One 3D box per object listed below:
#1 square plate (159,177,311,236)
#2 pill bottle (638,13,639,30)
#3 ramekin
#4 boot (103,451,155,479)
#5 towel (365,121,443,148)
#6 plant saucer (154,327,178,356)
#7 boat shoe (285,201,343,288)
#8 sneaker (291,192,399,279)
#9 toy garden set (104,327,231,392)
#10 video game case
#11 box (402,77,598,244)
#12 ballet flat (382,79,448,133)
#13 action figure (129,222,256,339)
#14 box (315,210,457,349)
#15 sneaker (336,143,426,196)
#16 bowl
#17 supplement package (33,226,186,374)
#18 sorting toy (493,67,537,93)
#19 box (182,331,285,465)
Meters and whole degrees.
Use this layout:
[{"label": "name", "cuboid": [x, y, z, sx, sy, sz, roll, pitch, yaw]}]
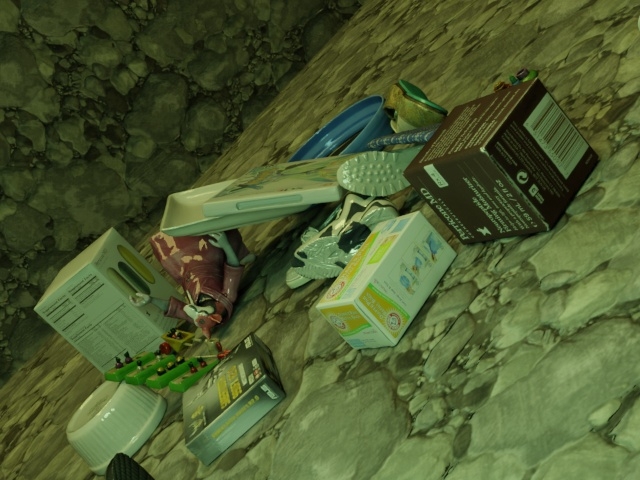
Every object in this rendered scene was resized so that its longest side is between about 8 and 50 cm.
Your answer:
[{"label": "square plate", "cuboid": [-0.185, -0.086, 2.157, 0.347, 0.049, 0.344, -12, 16, -3]}, {"label": "pill bottle", "cuboid": [0.587, -0.398, 1.616, 0.065, 0.065, 0.116, -28, 21, 41]}, {"label": "ramekin", "cuboid": [-0.430, 0.372, 1.951, 0.207, 0.109, 0.207, -38, 17, 14]}, {"label": "boot", "cuboid": [-0.368, 0.493, 1.508, 0.223, 0.118, 0.338, -46, 12, 5]}, {"label": "towel", "cuboid": [0.254, -0.203, 1.757, 0.243, 0.040, 0.336, -14, 7, -18]}, {"label": "plant saucer", "cuboid": [-0.435, 0.280, 2.323, 0.200, 0.037, 0.200, -38, 17, 14]}, {"label": "boat shoe", "cuboid": [0.001, 0.000, 1.939, 0.227, 0.081, 0.079, -44, 16, -6]}, {"label": "sneaker", "cuboid": [0.051, -0.020, 1.856, 0.235, 0.094, 0.153, -37, 16, 18]}, {"label": "toy garden set", "cuboid": [-0.293, 0.234, 1.918, 0.244, 0.049, 0.204, 0, 18, 40]}, {"label": "video game case", "cuboid": [-0.061, -0.126, 2.043, 0.300, 0.036, 0.329, -6, 15, 18]}, {"label": "box", "cuboid": [0.274, -0.115, 1.441, 0.167, 0.168, 0.203, -51, 18, -25]}, {"label": "ballet flat", "cuboid": [0.211, -0.286, 2.155, 0.123, 0.123, 0.348, -40, 17, 8]}, {"label": "action figure", "cuboid": [-0.276, 0.106, 2.166, 0.248, 0.276, 0.370, -27, 43, 7]}, {"label": "box", "cuboid": [0.105, 0.065, 1.494, 0.114, 0.103, 0.203, -17, 30, 55]}, {"label": "sneaker", "cuboid": [0.142, -0.139, 1.857, 0.235, 0.090, 0.095, -10, 6, -12]}, {"label": "bowl", "cuboid": [0.034, -0.220, 2.430, 0.391, 0.077, 0.391, -38, 17, 14]}, {"label": "supplement package", "cuboid": [-0.496, 0.153, 2.246, 0.198, 0.263, 0.199, -37, 18, 20]}, {"label": "sorting toy", "cuboid": [0.393, -0.325, 1.919, 0.102, 0.042, 0.061, -41, 16, 5]}, {"label": "box", "cuboid": [-0.159, 0.273, 1.665, 0.183, 0.056, 0.231, -41, 16, 2]}]
